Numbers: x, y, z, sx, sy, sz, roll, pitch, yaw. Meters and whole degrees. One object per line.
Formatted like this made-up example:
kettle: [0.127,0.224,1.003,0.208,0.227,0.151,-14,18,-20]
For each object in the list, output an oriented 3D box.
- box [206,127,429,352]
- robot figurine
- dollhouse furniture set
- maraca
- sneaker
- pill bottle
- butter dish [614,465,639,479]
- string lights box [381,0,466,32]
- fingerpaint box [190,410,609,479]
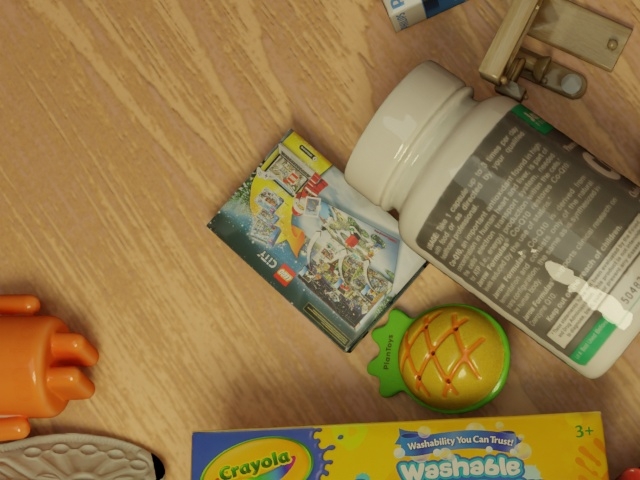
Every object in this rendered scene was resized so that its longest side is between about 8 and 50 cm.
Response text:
box: [0.000,0.000,1.455,0.233,0.044,0.159,42,93,11]
robot figurine: [-0.384,0.153,1.471,0.219,0.128,0.158,-2,104,9]
dollhouse furniture set: [0.271,-0.217,1.373,0.123,0.151,0.144,27,92,11]
maraca: [0.135,0.135,1.396,0.185,0.099,0.127,1,76,35]
sneaker: [-0.353,0.369,1.465,0.322,0.130,0.236,-1,115,-14]
pill bottle: [0.217,-0.030,1.338,0.361,0.204,0.204,37,92,11]
butter dish: [0.413,0.263,1.316,0.160,0.160,0.118,28,71,12]
string lights box: [0.179,-0.367,1.441,0.259,0.077,0.133,-23,81,7]
fingerpaint box: [0.088,0.385,1.274,0.444,0.163,0.371,-3,66,5]
